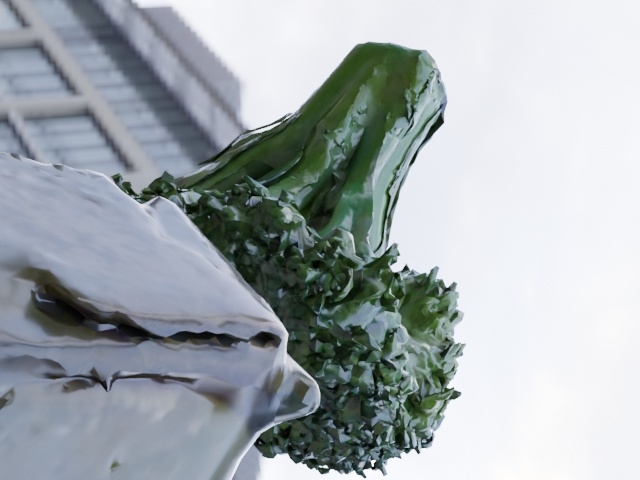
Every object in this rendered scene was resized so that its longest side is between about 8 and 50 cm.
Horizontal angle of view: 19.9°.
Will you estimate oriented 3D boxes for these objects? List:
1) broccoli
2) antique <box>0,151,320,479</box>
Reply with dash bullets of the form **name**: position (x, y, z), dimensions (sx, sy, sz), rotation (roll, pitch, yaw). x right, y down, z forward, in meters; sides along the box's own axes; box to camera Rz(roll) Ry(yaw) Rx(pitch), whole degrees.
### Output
- **broccoli**: position (0.000, 0.000, 0.802), dimensions (0.194, 0.219, 0.194), rotation (-26, -140, 24)
- **antique**: position (-0.137, 0.042, 0.466), dimensions (0.150, 0.284, 0.125), rotation (46, -61, 45)
